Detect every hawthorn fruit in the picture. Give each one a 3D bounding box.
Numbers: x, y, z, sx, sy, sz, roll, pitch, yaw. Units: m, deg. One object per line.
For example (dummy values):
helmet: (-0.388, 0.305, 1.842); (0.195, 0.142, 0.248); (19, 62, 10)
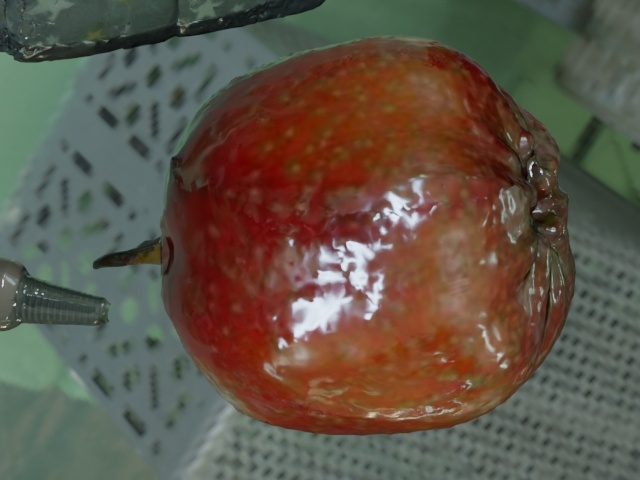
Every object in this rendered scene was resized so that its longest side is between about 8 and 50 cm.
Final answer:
hawthorn fruit: (0.000, 0.000, 1.191); (0.254, 0.300, 0.254); (-5, 90, -69)

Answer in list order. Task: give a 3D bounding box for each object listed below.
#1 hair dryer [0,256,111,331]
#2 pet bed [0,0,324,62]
hair dryer: (-0.216, 0.033, 0.874); (0.054, 0.220, 0.195); (95, 21, -58)
pet bed: (-0.093, -0.213, 0.968); (0.210, 0.183, 0.159); (-12, 145, -17)
